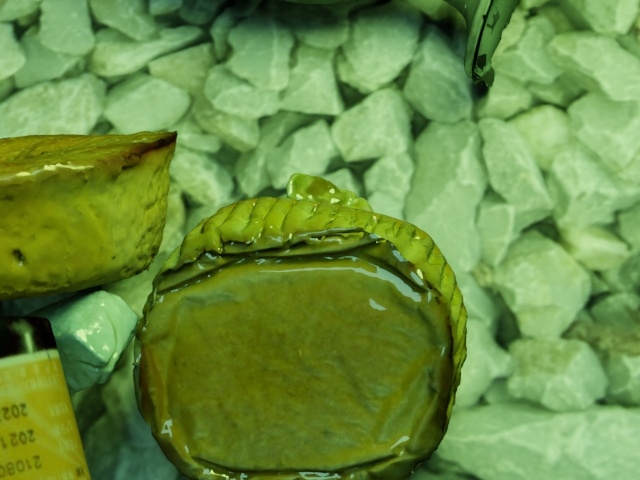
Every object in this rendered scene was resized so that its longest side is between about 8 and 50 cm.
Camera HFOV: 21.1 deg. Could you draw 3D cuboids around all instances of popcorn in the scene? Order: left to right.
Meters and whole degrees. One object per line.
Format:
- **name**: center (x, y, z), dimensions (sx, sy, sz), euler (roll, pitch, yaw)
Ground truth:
- **popcorn**: center (0.000, 0.002, 1.436), dimensions (0.097, 0.089, 0.109), euler (-2, 66, 14)

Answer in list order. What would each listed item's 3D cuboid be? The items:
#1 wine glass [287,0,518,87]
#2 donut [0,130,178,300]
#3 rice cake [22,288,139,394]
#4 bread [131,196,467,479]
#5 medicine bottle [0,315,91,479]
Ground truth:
- **wine glass**: center (0.020, -0.279, 1.522), dimensions (0.357, 0.190, 0.190), euler (26, 68, 10)
- **donut**: center (-0.252, -0.019, 1.364), dimensions (0.303, 0.303, 0.110), euler (-4, 99, 1)
- **rice cake**: center (-0.229, 0.095, 1.359), dimensions (0.206, 0.063, 0.069), euler (-20, 29, 38)
- **bread**: center (-0.014, 0.085, 1.330), dimensions (0.253, 0.142, 0.227), euler (2, 103, 12)
- **medicine bottle**: center (-0.268, 0.253, 1.211), dimensions (0.242, 0.242, 0.395), euler (-10, 87, -2)
